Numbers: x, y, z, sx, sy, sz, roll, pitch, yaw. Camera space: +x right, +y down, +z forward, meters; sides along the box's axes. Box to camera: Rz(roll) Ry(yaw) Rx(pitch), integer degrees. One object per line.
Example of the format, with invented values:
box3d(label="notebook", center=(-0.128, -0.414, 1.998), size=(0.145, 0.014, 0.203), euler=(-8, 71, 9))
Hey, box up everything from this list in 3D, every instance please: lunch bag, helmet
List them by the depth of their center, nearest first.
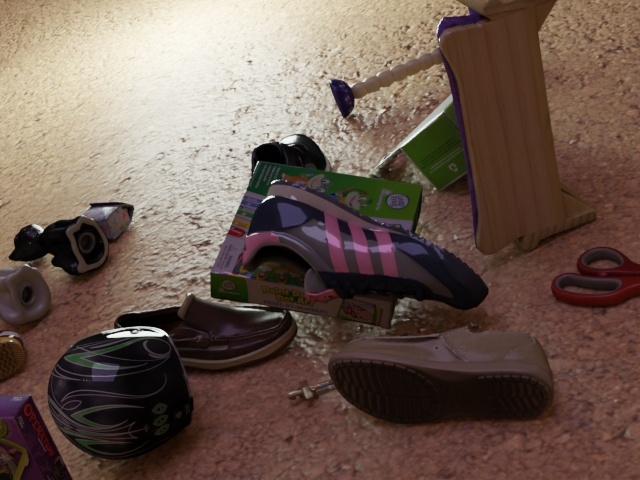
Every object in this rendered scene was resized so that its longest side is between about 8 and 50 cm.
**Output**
box3d(label="helmet", center=(-0.256, 0.194, 1.591), size=(0.161, 0.169, 0.169), euler=(-14, 26, -22))
box3d(label="lunch bag", center=(-0.362, -0.038, 2.142), size=(0.071, 0.053, 0.083), euler=(-2, 26, 27))

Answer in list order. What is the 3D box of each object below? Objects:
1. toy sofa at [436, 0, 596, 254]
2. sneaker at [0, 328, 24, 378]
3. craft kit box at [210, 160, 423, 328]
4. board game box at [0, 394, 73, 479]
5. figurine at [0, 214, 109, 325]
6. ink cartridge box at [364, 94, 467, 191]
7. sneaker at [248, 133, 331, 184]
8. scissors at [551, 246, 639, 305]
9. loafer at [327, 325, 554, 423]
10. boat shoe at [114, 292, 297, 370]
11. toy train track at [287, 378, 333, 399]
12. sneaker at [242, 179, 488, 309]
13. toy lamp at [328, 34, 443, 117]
box3d(label="toy sofa", center=(0.235, -0.173, 1.678), size=(0.177, 0.362, 0.150), euler=(-21, 30, -10))
box3d(label="sneaker", center=(-0.525, 0.187, 1.875), size=(0.185, 0.069, 0.084), euler=(-20, 21, -9))
box3d(label="craft kit box", center=(0.000, 0.000, 1.752), size=(0.247, 0.061, 0.250), euler=(11, 43, 7))
box3d(label="board game box", center=(-0.455, 0.284, 1.523), size=(0.347, 0.208, 0.056), euler=(-5, 34, 24))
box3d(label="figurine", center=(-0.480, 0.047, 2.060), size=(0.209, 0.092, 0.215), euler=(1, 37, 47))
box3d(label="ink cartridge box", center=(0.200, -0.158, 1.957), size=(0.189, 0.097, 0.255), euler=(-45, 4, -35))
box3d(label="sneaker", center=(-0.053, -0.119, 2.004), size=(0.107, 0.124, 0.283), euler=(-14, 31, 12))
box3d(label="scissors", center=(0.423, 0.054, 1.536), size=(0.297, 0.021, 0.109), euler=(8, 38, 38))
box3d(label="loafer", center=(0.142, 0.152, 1.480), size=(0.268, 0.102, 0.092), euler=(3, 35, 20))
box3d(label="boat shoe", center=(-0.162, 0.119, 1.717), size=(0.257, 0.095, 0.095), euler=(-12, 31, 16))
box3d(label="toy train track", center=(0.000, 0.186, 1.591), size=(0.083, 0.014, 0.048), euler=(-18, 23, -5))
box3d(label="sneaker", center=(0.050, 0.041, 1.613), size=(0.319, 0.112, 0.131), euler=(23, 70, 19))
box3d(label="toy lamp", center=(0.152, -0.301, 2.218), size=(0.275, 0.080, 0.080), euler=(-21, 30, -2))
